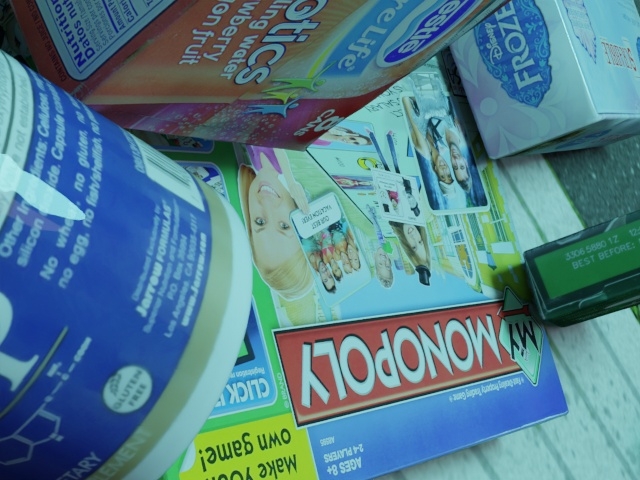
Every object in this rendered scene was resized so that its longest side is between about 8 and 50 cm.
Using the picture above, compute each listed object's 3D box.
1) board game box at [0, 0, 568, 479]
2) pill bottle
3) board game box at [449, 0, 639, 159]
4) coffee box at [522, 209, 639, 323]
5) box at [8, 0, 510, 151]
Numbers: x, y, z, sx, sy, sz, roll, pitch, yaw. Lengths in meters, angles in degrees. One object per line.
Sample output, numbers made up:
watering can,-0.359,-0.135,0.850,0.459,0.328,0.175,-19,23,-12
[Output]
board game box,0.000,0.000,0.567,0.317,0.046,0.213,-2,74,-56
pill bottle,-0.119,-0.007,0.329,0.187,0.112,0.112,33,47,-37
board game box,0.122,-0.212,0.799,0.319,0.066,0.318,-11,82,-67
coffee box,0.175,0.013,0.705,0.184,0.113,0.040,19,52,-74
box,-0.050,-0.197,0.447,0.142,0.154,0.300,3,57,-58
